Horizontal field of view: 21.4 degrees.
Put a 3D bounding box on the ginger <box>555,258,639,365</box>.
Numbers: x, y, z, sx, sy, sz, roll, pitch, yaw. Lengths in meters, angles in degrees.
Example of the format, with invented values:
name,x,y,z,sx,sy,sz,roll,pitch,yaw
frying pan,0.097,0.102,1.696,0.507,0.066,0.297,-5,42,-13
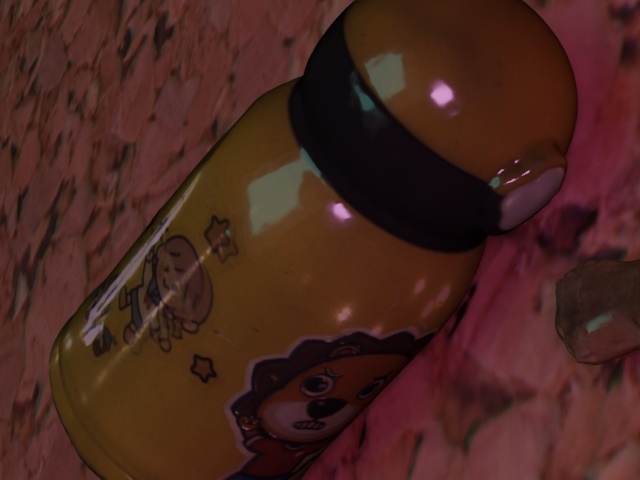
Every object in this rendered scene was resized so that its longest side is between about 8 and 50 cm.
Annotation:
name,x,y,z,sx,sy,sz,roll,pitch,yaw
ginger,0.176,0.061,0.715,0.259,0.065,0.149,4,79,58

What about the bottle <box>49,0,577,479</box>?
name,x,y,z,sx,sy,sz,roll,pitch,yaw
bottle,0.000,0.000,0.937,0.351,0.171,0.171,-49,36,34
